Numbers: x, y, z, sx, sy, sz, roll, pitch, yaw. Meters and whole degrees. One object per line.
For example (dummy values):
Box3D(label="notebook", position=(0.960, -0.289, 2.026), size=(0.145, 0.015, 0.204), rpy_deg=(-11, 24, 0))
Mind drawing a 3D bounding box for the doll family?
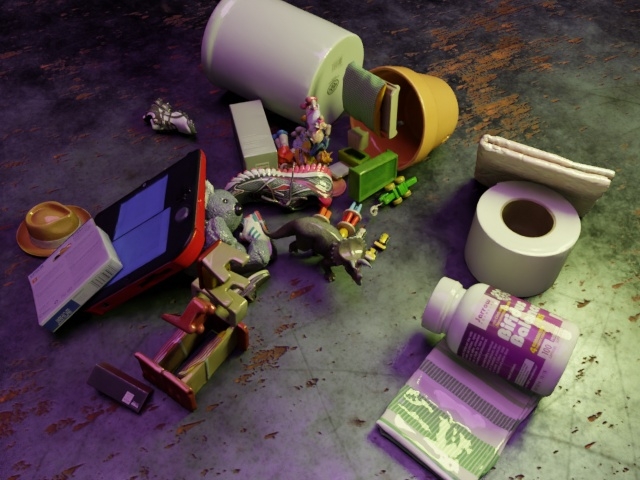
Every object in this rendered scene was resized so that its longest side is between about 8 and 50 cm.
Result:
Box3D(label="doll family", position=(-0.028, -0.269, 1.743), size=(0.118, 0.263, 0.163), rpy_deg=(4, 62, -34))

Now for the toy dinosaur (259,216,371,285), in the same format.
Box3D(label="toy dinosaur", position=(0.000, 0.000, 1.530), size=(0.314, 0.160, 0.121), rpy_deg=(35, 57, 15))

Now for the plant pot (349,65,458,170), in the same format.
Box3D(label="plant pot", position=(0.255, -0.359, 1.779), size=(0.204, 0.290, 0.291), rpy_deg=(-19, 52, -36))

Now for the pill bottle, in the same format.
Box3D(label="pill bottle", position=(0.379, 0.194, 1.338), size=(0.302, 0.169, 0.169), rpy_deg=(24, 54, 20))

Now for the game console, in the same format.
Box3D(label="game console", position=(-0.430, -0.021, 1.492), size=(0.387, 0.060, 0.342), rpy_deg=(-27, 48, 22))

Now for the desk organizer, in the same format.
Box3D(label="desk organizer", position=(-0.432, 0.315, 1.344), size=(0.130, 0.050, 0.047), rpy_deg=(29, 88, 3))

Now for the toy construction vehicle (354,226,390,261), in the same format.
Box3D(label="toy construction vehicle", position=(0.124, 0.011, 1.617), size=(0.086, 0.035, 0.098), rpy_deg=(28, 57, 7))

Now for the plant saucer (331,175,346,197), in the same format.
Box3D(label="plant saucer", position=(0.032, -0.155, 1.761), size=(0.084, 0.013, 0.083), rpy_deg=(0, 50, 0))

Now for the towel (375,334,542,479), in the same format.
Box3D(label="towel", position=(0.303, 0.351, 1.332), size=(0.248, 0.038, 0.325), rpy_deg=(33, 57, 25))

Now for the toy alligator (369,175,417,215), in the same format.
Box3D(label="toy alligator", position=(0.190, -0.124, 1.717), size=(0.190, 0.056, 0.051), rpy_deg=(-37, 18, -25))

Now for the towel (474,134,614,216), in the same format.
Box3D(label="towel", position=(0.551, -0.162, 1.586), size=(0.317, 0.332, 0.053), rpy_deg=(20, 84, 15))

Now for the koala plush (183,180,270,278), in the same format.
Box3D(label="koala plush", position=(-0.255, -0.033, 1.529), size=(0.203, 0.196, 0.221), rpy_deg=(-22, 59, 29))

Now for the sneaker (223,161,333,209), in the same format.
Box3D(label="sneaker", position=(-0.114, -0.133, 1.679), size=(0.299, 0.121, 0.112), rpy_deg=(-8, 71, 0))

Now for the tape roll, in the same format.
Box3D(label="tape roll", position=(0.493, -0.005, 1.541), size=(0.246, 0.169, 0.246), rpy_deg=(0, 50, 0))

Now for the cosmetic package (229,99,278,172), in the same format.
Box3D(label="cosmetic package", position=(-0.192, -0.282, 1.792), size=(0.107, 0.127, 0.238), rpy_deg=(-14, 50, -11))

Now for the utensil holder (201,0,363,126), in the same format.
Box3D(label="utensil holder", position=(-0.110, -0.546, 1.891), size=(0.386, 0.327, 0.327), rpy_deg=(30, 56, 19))

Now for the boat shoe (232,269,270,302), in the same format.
Box3D(label="boat shoe", position=(-0.178, 0.130, 1.502), size=(0.152, 0.056, 0.049), rpy_deg=(-38, 65, -16))

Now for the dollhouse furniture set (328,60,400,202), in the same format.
Box3D(label="dollhouse furniture set", position=(0.092, -0.292, 1.670), size=(0.151, 0.301, 0.197), rpy_deg=(-30, 48, -28))

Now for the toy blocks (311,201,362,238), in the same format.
Box3D(label="toy blocks", position=(0.041, -0.054, 1.652), size=(0.123, 0.054, 0.148), rpy_deg=(16, 51, 15))

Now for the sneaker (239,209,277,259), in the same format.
Box3D(label="sneaker", position=(-0.167, -0.003, 1.616), size=(0.075, 0.057, 0.161), rpy_deg=(-26, 55, 1))

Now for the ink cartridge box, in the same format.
Box3D(label="ink cartridge box", position=(-0.585, 0.076, 1.475), size=(0.223, 0.045, 0.224), rpy_deg=(-43, 41, -2))

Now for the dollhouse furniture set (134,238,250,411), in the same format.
Box3D(label="dollhouse furniture set", position=(-0.264, 0.165, 1.266), size=(0.152, 0.374, 0.201), rpy_deg=(31, 55, 17))

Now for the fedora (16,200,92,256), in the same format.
Box3D(label="fedora", position=(-0.700, -0.046, 1.621), size=(0.194, 0.079, 0.194), rpy_deg=(1, 51, -1))

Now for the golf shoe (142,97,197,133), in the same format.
Box3D(label="golf shoe", position=(-0.458, -0.355, 1.891), size=(0.198, 0.077, 0.094), rpy_deg=(31, 67, 31))
